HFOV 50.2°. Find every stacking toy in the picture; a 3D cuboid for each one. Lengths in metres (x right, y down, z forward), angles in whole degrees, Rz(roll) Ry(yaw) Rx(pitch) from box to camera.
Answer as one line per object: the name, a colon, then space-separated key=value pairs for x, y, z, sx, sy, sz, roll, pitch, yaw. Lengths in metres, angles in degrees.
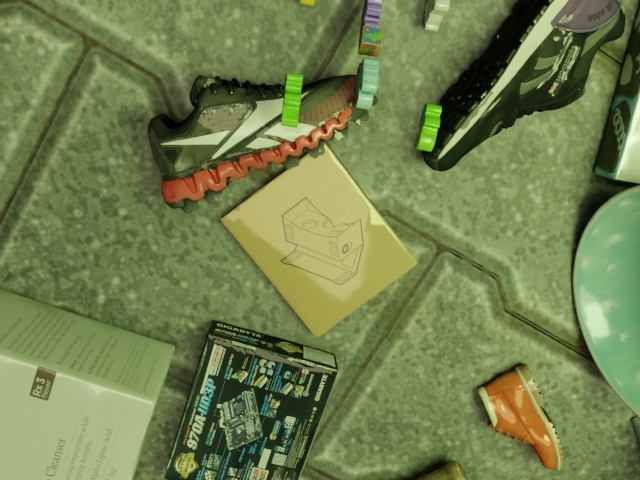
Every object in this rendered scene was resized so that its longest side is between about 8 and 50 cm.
stacking toy: x=0.051 y=-0.205 z=0.749 sx=0.167 sy=0.052 sz=0.221 roll=9 pitch=70 yaw=-6

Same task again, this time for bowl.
bowl: x=0.468 y=0.071 z=0.796 sx=0.163 sy=0.311 sz=0.311 roll=-13 pitch=106 yaw=-20

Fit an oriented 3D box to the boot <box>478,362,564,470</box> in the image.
boot: x=0.275 y=0.253 z=0.936 sx=0.084 sy=0.059 sz=0.158 roll=-26 pitch=97 yaw=6

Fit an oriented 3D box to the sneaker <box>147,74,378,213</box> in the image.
sneaker: x=-0.075 y=-0.141 z=0.782 sx=0.276 sy=0.097 sz=0.135 roll=-23 pitch=107 yaw=4

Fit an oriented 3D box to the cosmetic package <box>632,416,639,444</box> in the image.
cosmetic package: x=0.502 y=0.316 z=0.873 sx=0.085 sy=0.231 sz=0.117 roll=-23 pitch=106 yaw=3

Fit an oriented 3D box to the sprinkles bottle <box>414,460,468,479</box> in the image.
sprinkles bottle: x=0.053 y=0.428 z=0.931 sx=0.355 sy=0.121 sz=0.121 roll=-26 pitch=105 yaw=3

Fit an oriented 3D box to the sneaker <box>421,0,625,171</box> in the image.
sneaker: x=0.242 y=-0.177 z=0.794 sx=0.124 sy=0.107 sz=0.283 roll=36 pitch=100 yaw=-18

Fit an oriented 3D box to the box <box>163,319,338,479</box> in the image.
box: x=-0.093 y=0.234 z=0.906 sx=0.175 sy=0.051 sz=0.220 roll=16 pitch=103 yaw=-8

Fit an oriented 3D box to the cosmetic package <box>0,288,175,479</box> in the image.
cosmetic package: x=-0.396 y=0.185 z=0.820 sx=0.385 sy=0.156 sz=0.217 roll=18 pitch=105 yaw=-9

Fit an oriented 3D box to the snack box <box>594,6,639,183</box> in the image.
snack box: x=0.467 y=-0.218 z=0.816 sx=0.187 sy=0.060 sz=0.322 roll=9 pitch=104 yaw=-7

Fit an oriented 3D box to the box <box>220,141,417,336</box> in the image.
box: x=0.000 y=0.000 z=0.865 sx=0.164 sy=0.021 sz=0.201 roll=-37 pitch=104 yaw=6
